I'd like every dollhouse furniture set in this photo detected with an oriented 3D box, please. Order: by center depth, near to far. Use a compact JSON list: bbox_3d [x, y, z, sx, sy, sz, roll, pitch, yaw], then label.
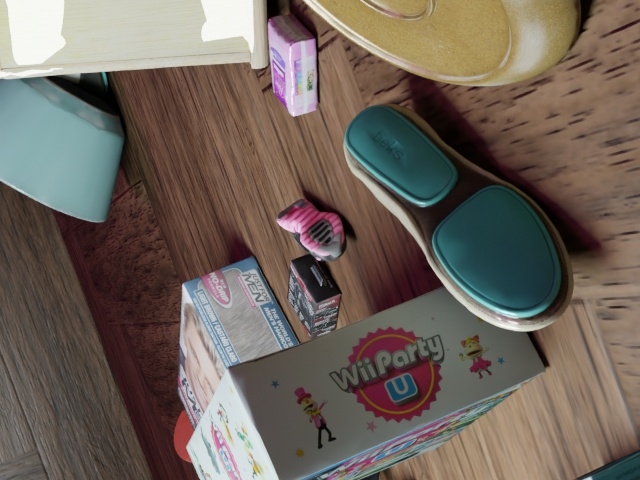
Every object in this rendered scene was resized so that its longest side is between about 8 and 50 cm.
[{"bbox_3d":[-0.198,-0.346,1.185,0.394,0.256,0.362,-101,9,-47],"label":"dollhouse furniture set"}]

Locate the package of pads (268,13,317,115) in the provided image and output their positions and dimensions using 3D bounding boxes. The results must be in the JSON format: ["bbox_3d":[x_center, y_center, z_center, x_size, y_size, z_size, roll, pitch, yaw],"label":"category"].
[{"bbox_3d":[-0.025,-0.162,1.087,0.083,0.032,0.050,88,157,-44],"label":"package of pads"}]

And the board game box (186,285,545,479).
[{"bbox_3d":[0.021,0.144,0.982,0.097,0.224,0.303,65,162,15],"label":"board game box"}]

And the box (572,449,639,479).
[{"bbox_3d":[0.235,0.261,0.764,0.244,0.060,0.100,65,161,14],"label":"box"}]

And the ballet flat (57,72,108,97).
[{"bbox_3d":[-0.391,-0.316,1.842,0.095,0.096,0.280,59,159,26],"label":"ballet flat"}]

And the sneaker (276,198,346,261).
[{"bbox_3d":[0.000,0.000,1.185,0.057,0.047,0.119,62,170,-28],"label":"sneaker"}]

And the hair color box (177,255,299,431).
[{"bbox_3d":[-0.112,0.187,1.587,0.174,0.105,0.347,60,159,24],"label":"hair color box"}]

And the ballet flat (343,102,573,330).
[{"bbox_3d":[0.103,-0.012,0.843,0.248,0.086,0.086,54,157,41],"label":"ballet flat"}]

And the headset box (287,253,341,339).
[{"bbox_3d":[-0.008,0.058,1.270,0.062,0.032,0.083,58,157,30],"label":"headset box"}]

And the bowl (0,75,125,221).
[{"bbox_3d":[-0.440,-0.178,1.909,0.311,0.163,0.311,33,-174,-4],"label":"bowl"}]

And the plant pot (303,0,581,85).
[{"bbox_3d":[0.042,-0.166,0.703,0.236,0.032,0.236,31,165,10],"label":"plant pot"}]

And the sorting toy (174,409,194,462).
[{"bbox_3d":[-0.089,0.381,1.786,0.365,0.127,0.126,47,180,44],"label":"sorting toy"}]

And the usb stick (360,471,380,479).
[{"bbox_3d":[-0.034,0.263,1.379,0.045,0.077,0.278,33,154,-32],"label":"usb stick"}]
